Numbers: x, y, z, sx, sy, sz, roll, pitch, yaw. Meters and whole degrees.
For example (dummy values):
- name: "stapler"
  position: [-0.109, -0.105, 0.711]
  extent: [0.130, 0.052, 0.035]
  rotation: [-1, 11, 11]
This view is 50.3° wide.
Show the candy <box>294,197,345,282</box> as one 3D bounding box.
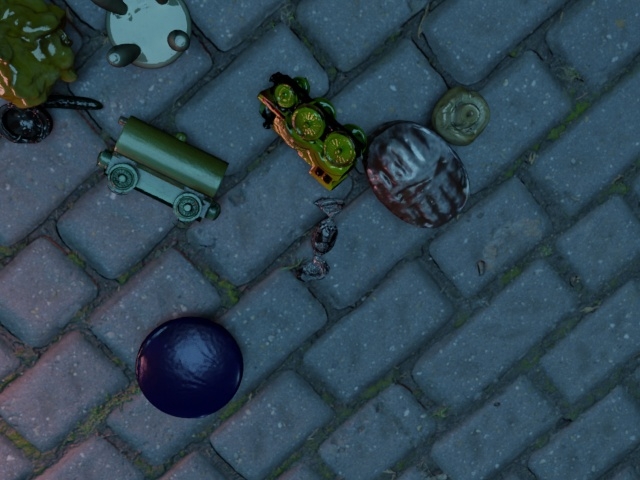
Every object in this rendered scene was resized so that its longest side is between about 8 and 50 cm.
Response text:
- name: "candy"
  position: [0.000, 0.000, 1.704]
  extent: [0.094, 0.051, 0.226]
  rotation: [18, 99, -6]

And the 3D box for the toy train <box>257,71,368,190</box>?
- name: "toy train"
  position: [-0.025, -0.259, 1.597]
  extent: [0.296, 0.100, 0.160]
  rotation: [43, 129, 4]

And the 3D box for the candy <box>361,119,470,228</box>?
- name: "candy"
  position: [0.229, -0.158, 1.644]
  extent: [0.214, 0.157, 0.289]
  rotation: [-44, 102, 7]

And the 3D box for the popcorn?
- name: "popcorn"
  position: [-0.657, -0.429, 1.464]
  extent: [0.252, 0.215, 0.286]
  rotation: [-22, 101, -35]

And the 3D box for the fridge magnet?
- name: "fridge magnet"
  position: [-0.324, 0.315, 1.697]
  extent: [0.266, 0.112, 0.265]
  rotation: [-1, 100, -7]

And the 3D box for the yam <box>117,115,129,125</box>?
- name: "yam"
  position: [-0.425, -0.263, 1.619]
  extent: [0.116, 0.021, 0.021]
  rotation: [25, 97, -9]

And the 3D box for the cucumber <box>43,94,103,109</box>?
- name: "cucumber"
  position: [-0.573, -0.320, 1.586]
  extent: [0.133, 0.032, 0.032]
  rotation: [3, 101, -6]

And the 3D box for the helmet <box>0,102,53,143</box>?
- name: "helmet"
  position: [-0.673, -0.273, 1.564]
  extent: [0.123, 0.070, 0.098]
  rotation: [8, 110, -1]

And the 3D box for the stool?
- name: "stool"
  position: [-0.384, -0.483, 1.492]
  extent: [0.195, 0.198, 0.195]
  rotation: [-16, 101, -5]

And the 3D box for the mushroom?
- name: "mushroom"
  position: [0.339, -0.300, 1.649]
  extent: [0.148, 0.112, 0.148]
  rotation: [0, 94, -7]

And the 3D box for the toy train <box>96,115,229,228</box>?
- name: "toy train"
  position: [-0.357, -0.159, 1.584]
  extent: [0.307, 0.126, 0.189]
  rotation: [26, 106, -12]
